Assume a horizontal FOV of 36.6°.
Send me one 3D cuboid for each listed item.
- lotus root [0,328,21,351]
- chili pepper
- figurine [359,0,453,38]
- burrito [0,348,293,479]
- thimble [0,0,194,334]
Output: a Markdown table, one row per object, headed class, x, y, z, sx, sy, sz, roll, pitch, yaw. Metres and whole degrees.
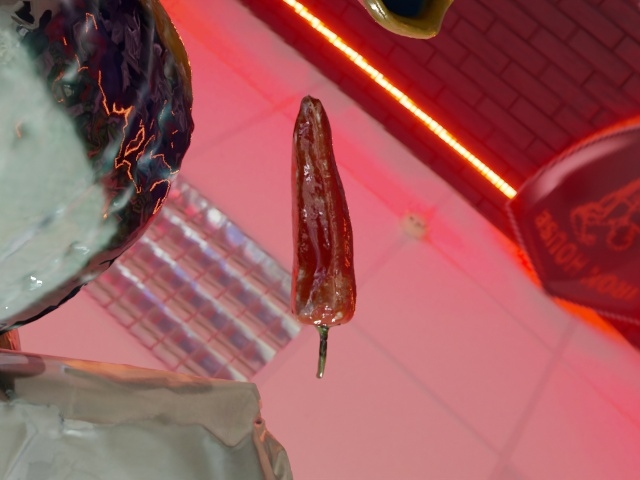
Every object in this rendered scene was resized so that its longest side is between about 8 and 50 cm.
| class | x | y | z | sx | sy | sz | roll | pitch | yaw |
| --- | --- | --- | --- | --- | --- | --- | --- | --- | --- |
| lotus root | -0.420 | 0.135 | 1.003 | 0.192 | 0.272 | 0.272 | 60 | -174 | -55 |
| chili pepper | 0.000 | 0.000 | 0.895 | 0.063 | 0.272 | 0.071 | -8 | -166 | -24 |
| figurine | 0.133 | -0.394 | 0.825 | 0.387 | 0.268 | 0.401 | 0 | -119 | -46 |
| burrito | -0.215 | 0.115 | 0.538 | 0.446 | 0.139 | 0.101 | 15 | -161 | -20 |
| thimble | -0.179 | -0.066 | 0.404 | 0.237 | 0.237 | 0.150 | 60 | 178 | 29 |
